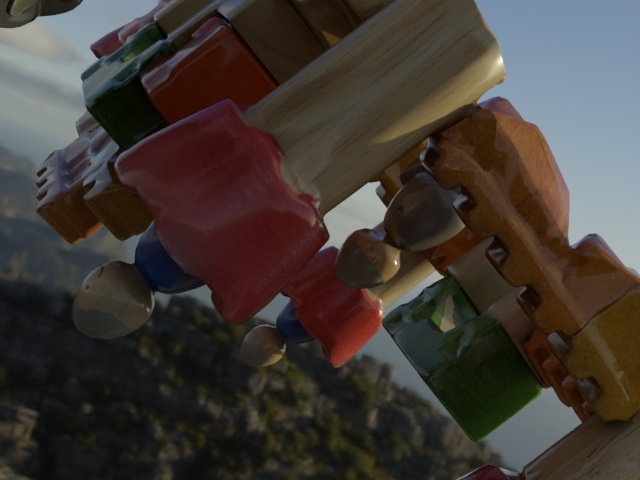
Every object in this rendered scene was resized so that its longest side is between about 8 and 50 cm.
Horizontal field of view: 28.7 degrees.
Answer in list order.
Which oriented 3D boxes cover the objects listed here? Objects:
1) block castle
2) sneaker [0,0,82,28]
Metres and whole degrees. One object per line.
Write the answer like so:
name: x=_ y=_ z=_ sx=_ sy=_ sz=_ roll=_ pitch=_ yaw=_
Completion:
block castle: x=0.000 y=0.000 z=0.707 sx=0.303 sy=0.213 sz=0.453 roll=54 pitch=0 yaw=-20
sneaker: x=-0.129 y=-0.158 z=0.518 sx=0.146 sy=0.122 sz=0.330 roll=33 pitch=-16 yaw=-37
